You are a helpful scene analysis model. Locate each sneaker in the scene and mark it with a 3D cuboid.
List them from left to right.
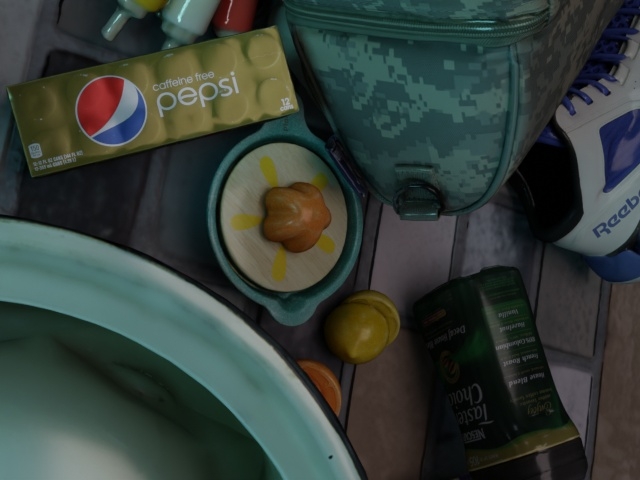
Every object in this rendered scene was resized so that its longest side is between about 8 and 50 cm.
[{"bbox_3d":[0.253,-0.126,0.911,0.182,0.127,0.315,12,88,-34],"label":"sneaker"}]

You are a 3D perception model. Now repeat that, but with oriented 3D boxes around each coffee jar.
[{"bbox_3d":[0.146,0.120,0.821,0.079,0.096,0.184,-10,74,-31],"label":"coffee jar"}]

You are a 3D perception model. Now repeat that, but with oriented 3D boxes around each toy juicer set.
[{"bbox_3d":[0.000,0.000,0.762,0.209,0.089,0.329,32,69,-29],"label":"toy juicer set"}]

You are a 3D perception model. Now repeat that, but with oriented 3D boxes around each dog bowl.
[{"bbox_3d":[-0.175,0.182,0.514,0.408,0.150,0.408,-1,95,-8],"label":"dog bowl"}]

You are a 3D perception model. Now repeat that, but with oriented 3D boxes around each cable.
[{"bbox_3d":[-0.044,-0.248,0.690,0.139,0.072,0.287,7,122,-42],"label":"cable"}]

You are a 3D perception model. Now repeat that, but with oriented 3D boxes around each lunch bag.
[{"bbox_3d":[0.117,-0.192,0.745,0.305,0.213,0.256,-51,138,-38],"label":"lunch bag"}]

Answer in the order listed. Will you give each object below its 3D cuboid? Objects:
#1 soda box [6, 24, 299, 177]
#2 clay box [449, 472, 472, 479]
[{"bbox_3d":[-0.111,-0.092,0.675,0.181,0.058,0.061,-16,96,-13],"label":"soda box"},{"bbox_3d":[0.123,0.260,0.821,0.222,0.053,0.127,-9,61,-35],"label":"clay box"}]
